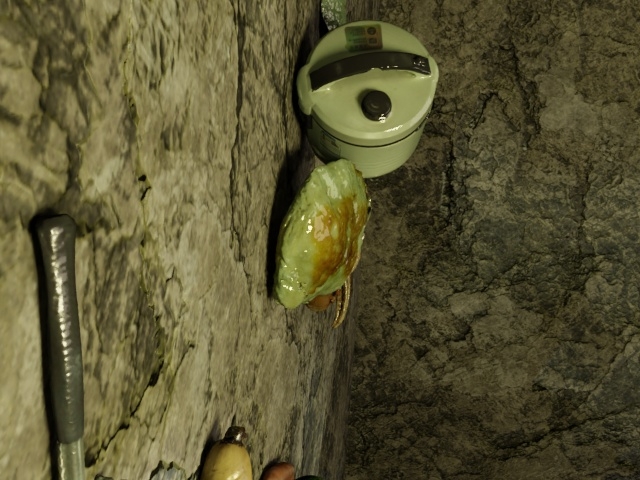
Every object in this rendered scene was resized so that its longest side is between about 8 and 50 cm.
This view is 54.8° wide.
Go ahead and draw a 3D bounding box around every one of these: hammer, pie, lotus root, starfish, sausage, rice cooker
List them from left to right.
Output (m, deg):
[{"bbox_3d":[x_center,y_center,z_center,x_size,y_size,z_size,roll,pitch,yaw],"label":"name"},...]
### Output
[{"bbox_3d":[-0.153,0.103,0.382,0.103,0.029,0.247,-52,146,-74],"label":"hammer"},{"bbox_3d":[-0.109,0.291,0.706,0.072,0.063,0.152,144,-49,-64],"label":"lotus root"},{"bbox_3d":[-0.077,0.431,1.120,0.177,0.040,0.047,62,42,-76],"label":"sausage"},{"bbox_3d":[0.003,-0.009,1.007,0.257,0.105,0.274,-66,162,0],"label":"pie"},{"bbox_3d":[0.032,0.055,1.205,0.238,0.056,0.213,-34,-114,49],"label":"starfish"},{"bbox_3d":[0.073,-0.234,1.027,0.244,0.225,0.226,88,10,-77],"label":"rice cooker"}]

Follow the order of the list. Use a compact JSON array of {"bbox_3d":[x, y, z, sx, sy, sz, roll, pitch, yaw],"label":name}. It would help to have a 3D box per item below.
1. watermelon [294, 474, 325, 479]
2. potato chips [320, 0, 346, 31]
[{"bbox_3d":[-0.025,0.555,1.252,0.187,0.140,0.141,42,55,-77],"label":"watermelon"},{"bbox_3d":[0.039,-0.429,1.219,0.228,0.059,0.167,53,34,-79],"label":"potato chips"}]
